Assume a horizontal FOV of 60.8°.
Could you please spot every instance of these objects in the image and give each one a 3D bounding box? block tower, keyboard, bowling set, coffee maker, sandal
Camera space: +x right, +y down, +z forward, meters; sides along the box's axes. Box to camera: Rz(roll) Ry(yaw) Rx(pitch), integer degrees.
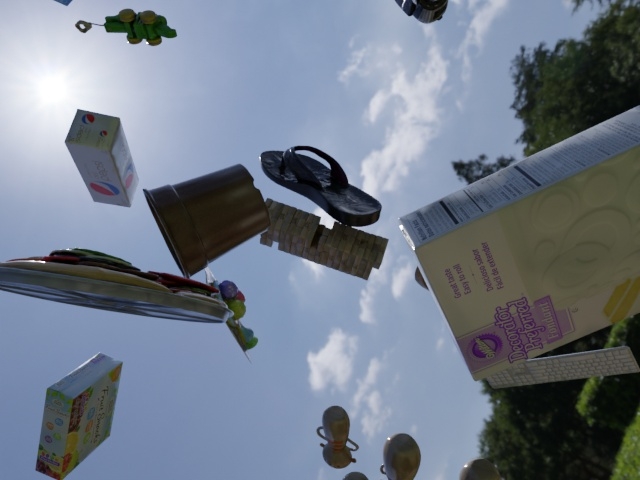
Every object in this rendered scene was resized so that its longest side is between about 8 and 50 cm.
[{"bbox_3d":[0.000,0.000,1.430,0.097,0.336,0.090,103,-174,-52],"label":"block tower"},{"bbox_3d":[0.418,0.229,0.973,0.072,0.256,0.014,47,-140,-34],"label":"keyboard"},{"bbox_3d":[0.090,0.379,0.759,0.200,0.287,0.154,-49,-33,-45],"label":"bowling set"},{"bbox_3d":[0.227,-0.586,1.185,0.178,0.120,0.171,116,136,-85],"label":"coffee maker"},{"bbox_3d":[0.000,-0.183,1.499,0.168,0.446,0.106,-21,-49,-37],"label":"sandal"}]

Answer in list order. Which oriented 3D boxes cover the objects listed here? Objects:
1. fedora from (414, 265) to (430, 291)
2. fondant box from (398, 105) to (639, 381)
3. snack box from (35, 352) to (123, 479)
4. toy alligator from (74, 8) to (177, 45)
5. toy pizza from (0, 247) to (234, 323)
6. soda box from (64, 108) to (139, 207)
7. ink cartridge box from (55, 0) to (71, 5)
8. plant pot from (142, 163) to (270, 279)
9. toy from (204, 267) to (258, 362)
[{"bbox_3d":[0.258,0.031,0.977,0.194,0.195,0.079,66,-159,-52],"label":"fedora"},{"bbox_3d":[0.300,0.013,0.702,0.331,0.096,0.238,-25,-63,8],"label":"fondant box"},{"bbox_3d":[-0.518,0.375,1.182,0.174,0.070,0.206,-42,-30,-72],"label":"snack box"},{"bbox_3d":[-0.347,-0.395,0.993,0.056,0.190,0.051,89,-169,-52],"label":"toy alligator"},{"bbox_3d":[-0.169,0.036,0.441,0.201,0.202,0.032,32,-117,-60],"label":"toy pizza"},{"bbox_3d":[-0.383,-0.138,0.973,0.216,0.074,0.069,112,167,-66],"label":"soda box"},{"bbox_3d":[-0.549,-0.526,1.030,0.180,0.104,0.060,14,-101,-40],"label":"ink cartridge box"},{"bbox_3d":[-0.183,-0.041,0.911,0.165,0.167,0.166,-26,-44,-16],"label":"plant pot"},{"bbox_3d":[-0.192,0.149,1.224,0.056,0.137,0.237,-21,-56,-5],"label":"toy"}]
